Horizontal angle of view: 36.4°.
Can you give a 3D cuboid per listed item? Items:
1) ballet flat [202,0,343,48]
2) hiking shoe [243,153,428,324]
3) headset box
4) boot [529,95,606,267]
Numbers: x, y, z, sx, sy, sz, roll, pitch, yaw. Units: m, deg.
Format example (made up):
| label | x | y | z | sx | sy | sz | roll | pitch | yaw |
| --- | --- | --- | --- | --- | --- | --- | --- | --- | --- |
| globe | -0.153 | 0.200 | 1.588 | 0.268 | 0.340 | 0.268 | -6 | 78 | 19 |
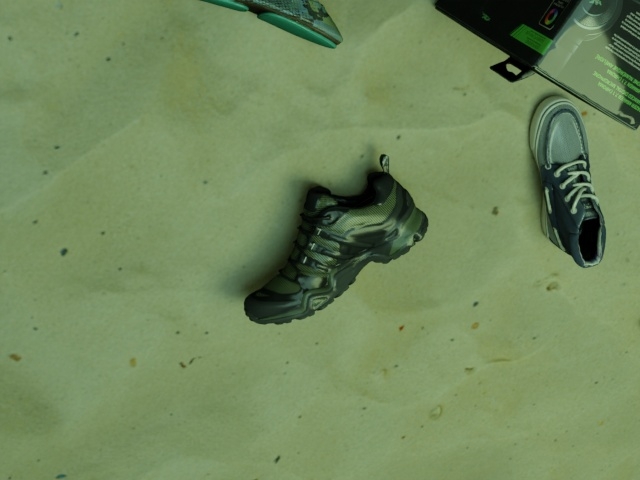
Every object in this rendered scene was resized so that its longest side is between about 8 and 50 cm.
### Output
| label | x | y | z | sx | sy | sz | roll | pitch | yaw |
| --- | --- | --- | --- | --- | --- | --- | --- | --- | --- |
| ballet flat | -0.055 | -0.242 | 0.936 | 0.188 | 0.070 | 0.070 | 15 | 110 | -25 |
| hiking shoe | 0.000 | 0.000 | 1.067 | 0.227 | 0.086 | 0.114 | -34 | 106 | -4 |
| headset box | 0.259 | -0.268 | 0.906 | 0.131 | 0.246 | 0.283 | 25 | 108 | -25 |
| boot | 0.289 | -0.065 | 1.101 | 0.069 | 0.086 | 0.190 | -18 | 119 | -6 |
